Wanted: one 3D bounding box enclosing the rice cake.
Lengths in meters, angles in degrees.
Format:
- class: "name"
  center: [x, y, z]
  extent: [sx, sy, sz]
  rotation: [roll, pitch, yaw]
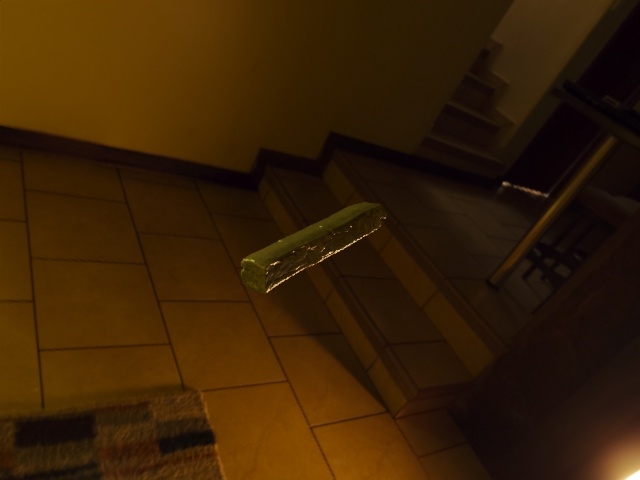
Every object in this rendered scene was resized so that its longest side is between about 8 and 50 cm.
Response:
- class: "rice cake"
  center: [0.000, 0.000, 0.613]
  extent: [0.045, 0.042, 0.245]
  rotation: [14, 29, 38]
